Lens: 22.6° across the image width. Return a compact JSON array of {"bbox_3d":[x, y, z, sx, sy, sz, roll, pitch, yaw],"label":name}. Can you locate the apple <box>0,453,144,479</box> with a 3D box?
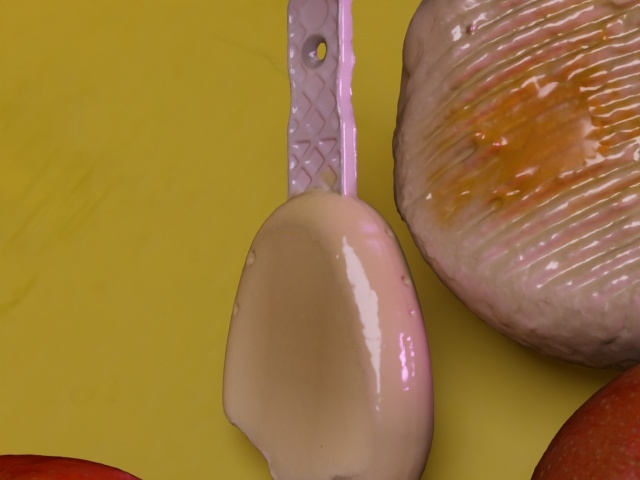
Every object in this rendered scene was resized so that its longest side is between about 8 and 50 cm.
[{"bbox_3d":[-0.133,0.201,0.697,0.218,0.201,0.218,-11,52,15],"label":"apple"}]

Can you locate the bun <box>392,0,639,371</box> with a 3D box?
[{"bbox_3d":[0.159,-0.054,0.796,0.244,0.153,0.243,-3,82,23],"label":"bun"}]

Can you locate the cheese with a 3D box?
[{"bbox_3d":[0.000,0.000,0.800,0.127,0.050,0.255,-5,85,46],"label":"cheese"}]

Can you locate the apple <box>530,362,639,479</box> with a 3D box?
[{"bbox_3d":[0.177,0.133,0.683,0.181,0.168,0.181,-4,58,6],"label":"apple"}]
